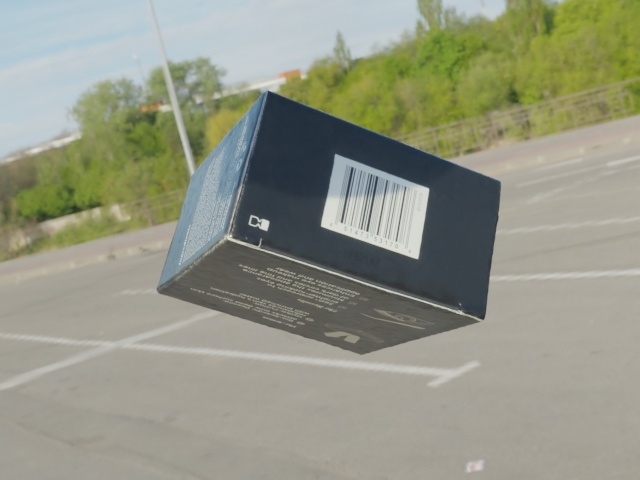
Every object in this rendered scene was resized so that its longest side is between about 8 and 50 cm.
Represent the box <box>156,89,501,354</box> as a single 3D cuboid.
[{"bbox_3d":[0.000,0.000,0.534,0.156,0.093,0.158,19,-21,-19],"label":"box"}]
